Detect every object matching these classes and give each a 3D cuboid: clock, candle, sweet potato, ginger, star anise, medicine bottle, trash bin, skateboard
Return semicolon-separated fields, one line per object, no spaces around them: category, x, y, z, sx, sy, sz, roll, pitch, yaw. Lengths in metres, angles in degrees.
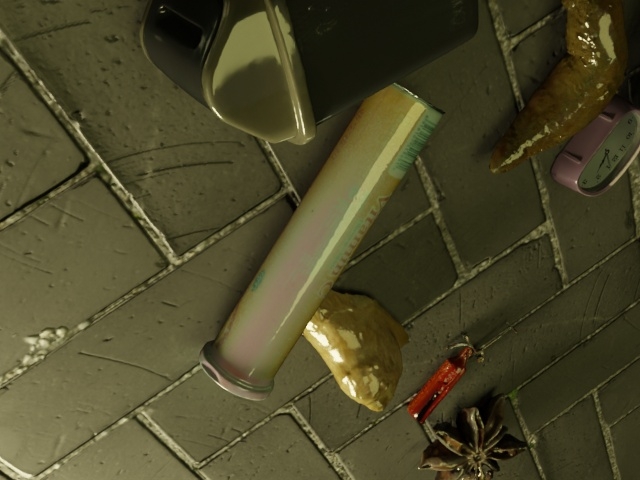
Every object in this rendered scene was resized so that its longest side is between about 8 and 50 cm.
clock;0.425;-0.133;1.107;0.110;0.050;0.152;23;107;-38
candle;0.199;0.231;1.233;0.162;0.048;0.053;-55;159;14
sweet potato;0.332;-0.218;0.970;0.124;0.098;0.309;15;115;-12
ginger;0.047;0.159;1.053;0.115;0.122;0.193;-35;128;22
star anise;0.269;0.383;1.337;0.209;0.089;0.231;5;112;-18
medicine bottle;0.000;0.000;0.926;0.108;0.108;0.426;23;106;-38
trash bin;-0.012;-0.217;0.709;0.291;0.209;0.182;-29;129;-17
skateboard;0.280;0.156;1.234;0.083;0.032;0.063;-35;121;-1
